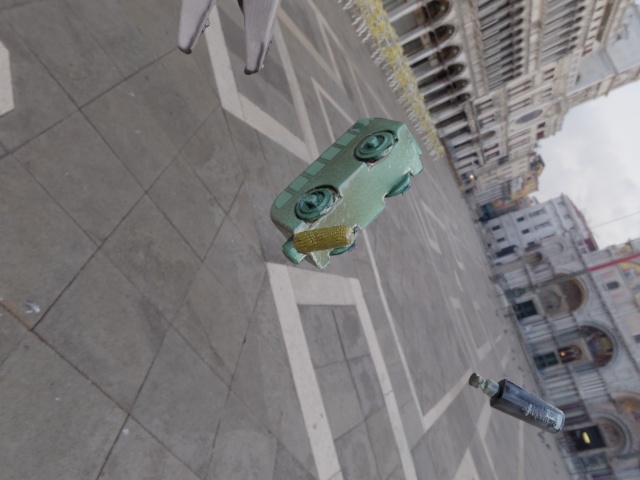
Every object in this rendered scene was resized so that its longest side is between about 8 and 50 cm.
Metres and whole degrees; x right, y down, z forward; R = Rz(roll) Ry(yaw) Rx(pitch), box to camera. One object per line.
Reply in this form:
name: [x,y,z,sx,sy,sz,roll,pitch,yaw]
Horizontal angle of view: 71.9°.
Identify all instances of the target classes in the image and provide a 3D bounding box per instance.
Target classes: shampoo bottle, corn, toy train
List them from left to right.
corn: [0.000,0.000,0.498,0.027,0.083,0.028,-49,122,-47]
toy train: [0.040,-0.091,0.819,0.159,0.326,0.129,32,-17,52]
shampoo bottle: [0.426,0.351,0.969,0.208,0.063,0.057,26,53,2]

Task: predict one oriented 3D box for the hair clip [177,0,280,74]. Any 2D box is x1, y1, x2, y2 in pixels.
hair clip: [-0.064,-0.294,0.398,0.101,0.331,0.085,23,62,-10]
